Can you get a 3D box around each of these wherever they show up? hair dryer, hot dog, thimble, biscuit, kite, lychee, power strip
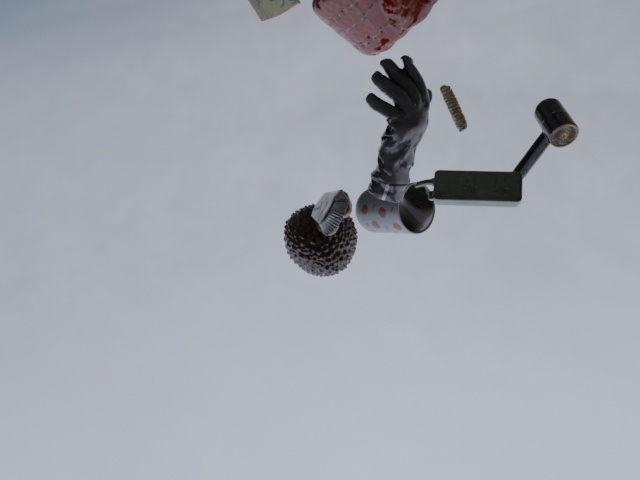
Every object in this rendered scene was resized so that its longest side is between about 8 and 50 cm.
[{"bbox_3d":[0.811,-0.352,1.982,0.107,0.352,0.189,13,-136,-16],"label":"hair dryer"},{"bbox_3d":[0.036,-0.092,1.607,0.144,0.075,0.268,-55,-169,9],"label":"hot dog"},{"bbox_3d":[0.164,-0.681,1.393,0.350,0.230,0.350,-42,-154,26],"label":"thimble"},{"bbox_3d":[0.594,-0.589,2.317,0.055,0.219,0.061,-25,-177,17],"label":"biscuit"},{"bbox_3d":[-0.194,-0.855,1.722,0.327,0.377,0.013,33,-109,15],"label":"kite"},{"bbox_3d":[0.000,0.000,1.893,0.275,0.276,0.304,-16,-147,0],"label":"lychee"},{"bbox_3d":[0.408,-0.145,1.452,0.288,0.053,0.093,3,-105,14],"label":"power strip"}]

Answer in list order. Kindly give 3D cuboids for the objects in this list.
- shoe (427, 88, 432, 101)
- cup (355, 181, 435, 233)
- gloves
[{"bbox_3d":[0.426,-0.574,2.388,0.103,0.275,0.098,9,-150,-17],"label":"shoe"},{"bbox_3d":[0.303,-0.133,2.245,0.212,0.212,0.317,-39,-158,-28],"label":"cup"},{"bbox_3d":[0.156,-0.220,1.044,0.119,0.286,0.142,5,-165,23],"label":"gloves"}]
